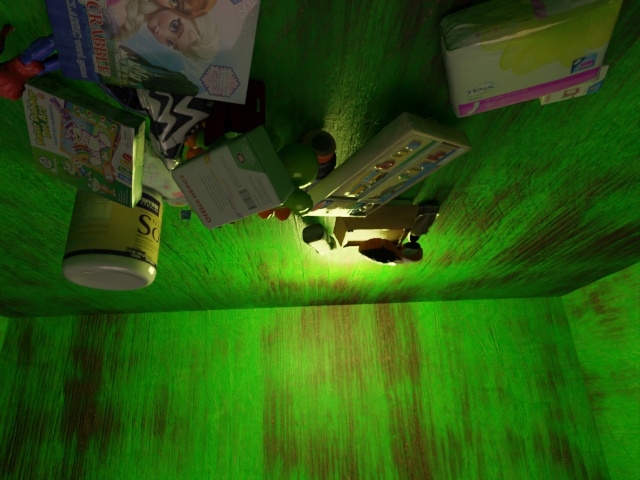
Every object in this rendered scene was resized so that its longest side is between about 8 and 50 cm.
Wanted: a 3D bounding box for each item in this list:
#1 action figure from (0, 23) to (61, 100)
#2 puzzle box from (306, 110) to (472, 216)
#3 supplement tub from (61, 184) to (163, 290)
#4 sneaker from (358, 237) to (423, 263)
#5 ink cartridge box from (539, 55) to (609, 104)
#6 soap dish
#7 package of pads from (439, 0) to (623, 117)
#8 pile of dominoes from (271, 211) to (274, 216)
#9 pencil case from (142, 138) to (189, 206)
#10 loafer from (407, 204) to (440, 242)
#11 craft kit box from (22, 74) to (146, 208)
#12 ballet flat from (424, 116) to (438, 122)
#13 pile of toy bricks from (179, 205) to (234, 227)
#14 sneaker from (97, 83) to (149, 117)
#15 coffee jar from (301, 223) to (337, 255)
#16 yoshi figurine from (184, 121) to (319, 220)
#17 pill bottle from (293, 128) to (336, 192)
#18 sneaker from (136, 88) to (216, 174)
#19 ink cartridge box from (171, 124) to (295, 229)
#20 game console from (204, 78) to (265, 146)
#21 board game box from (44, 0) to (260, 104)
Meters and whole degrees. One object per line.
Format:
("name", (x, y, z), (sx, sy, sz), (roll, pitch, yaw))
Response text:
("action figure", (-0.530, -0.360, 0.774), (0.280, 0.139, 0.091), (-27, 153, 0))
("puzzle box", (0.163, -0.177, 1.106), (0.272, 0.052, 0.409), (0, 156, -42))
("supplement tub", (-0.593, -0.041, 1.204), (0.240, 0.332, 0.241), (-2, 158, -1))
("sneaker", (0.250, 0.056, 1.555), (0.262, 0.099, 0.121), (7, 160, -22))
("ink cartridge box", (0.559, -0.364, 0.923), (0.122, 0.052, 0.088), (-9, 157, 18))
("soap dish", (0.201, -0.056, 1.550), (0.290, 0.118, 0.229), (-2, 158, -5))
("package of pads", (0.396, -0.375, 0.809), (0.296, 0.101, 0.229), (-12, 157, 19))
("pile of dominoes", (-0.207, -0.178, 1.254), (0.196, 0.040, 0.251), (30, 153, -1))
("pencil case", (-0.457, -0.193, 1.135), (0.124, 0.114, 0.273), (-26, 152, 13))
("loafer", (0.397, -0.062, 1.597), (0.094, 0.088, 0.251), (0, 158, -6))
("craft kit box", (-0.536, -0.218, 0.948), (0.246, 0.061, 0.250), (23, 134, -4))
("ballet flat", (0.312, -0.280, 1.124), (0.057, 0.049, 0.173), (-16, 148, 26))
("pile of toy bricks", (-0.391, -0.109, 1.391), (0.212, 0.118, 0.105), (0, -168, -31))
("sneaker", (-0.400, -0.306, 0.867), (0.087, 0.083, 0.221), (10, 175, 13))
("coffee jar", (0.000, 0.000, 1.713), (0.096, 0.079, 0.184), (-14, 155, 17))
("yoshi figurine", (-0.153, -0.201, 1.007), (0.362, 0.203, 0.203), (31, 119, 9))
("pill bottle", (-0.033, -0.202, 1.145), (0.130, 0.131, 0.246), (4, 156, -16))
("sneaker", (-0.290, -0.253, 0.892), (0.153, 0.094, 0.235), (-28, 146, -24))
("ink cartridge box", (-0.186, -0.129, 0.878), (0.212, 0.093, 0.154), (-17, 114, 27))
("game console", (-0.189, -0.280, 0.913), (0.124, 0.144, 0.085), (4, 158, -18))
("board game box", (-0.258, -0.386, 0.653), (0.317, 0.066, 0.319), (3, 145, -17))
